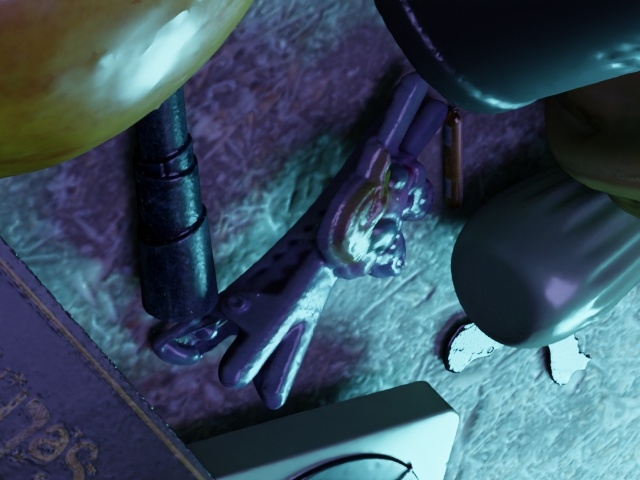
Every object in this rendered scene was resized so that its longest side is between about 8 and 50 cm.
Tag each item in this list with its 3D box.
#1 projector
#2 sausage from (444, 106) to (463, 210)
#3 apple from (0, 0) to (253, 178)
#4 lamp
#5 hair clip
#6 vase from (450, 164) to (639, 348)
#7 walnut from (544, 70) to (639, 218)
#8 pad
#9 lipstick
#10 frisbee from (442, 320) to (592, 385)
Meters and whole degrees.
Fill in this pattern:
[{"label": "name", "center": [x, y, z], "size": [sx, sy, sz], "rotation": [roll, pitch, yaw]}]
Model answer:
[{"label": "projector", "center": [-0.025, 0.247, 1.295], "size": [0.259, 0.079, 0.257], "rotation": [-11, 128, -33]}, {"label": "sausage", "center": [0.102, -0.061, 1.205], "size": [0.015, 0.015, 0.100], "rotation": [-25, 134, -22]}, {"label": "apple", "center": [-0.161, -0.176, 0.697], "size": [0.275, 0.299, 0.299], "rotation": [-40, 139, -18]}, {"label": "lamp", "center": [0.164, -0.191, 0.838], "size": [0.272, 0.205, 0.374], "rotation": [-12, 180, 18]}, {"label": "hair clip", "center": [0.007, 0.011, 1.127], "size": [0.278, 0.090, 0.137], "rotation": [-46, 147, 0]}, {"label": "vase", "center": [0.221, -0.012, 1.267], "size": [0.248, 0.128, 0.128], "rotation": [-31, 137, -31]}, {"label": "walnut", "center": [0.289, -0.129, 1.111], "size": [0.285, 0.285, 0.296], "rotation": [-40, 126, -7]}, {"label": "pad", "center": [-0.197, 0.137, 0.984], "size": [0.315, 0.063, 0.375], "rotation": [-41, 125, -6]}, {"label": "lipstick", "center": [-0.097, -0.054, 1.022], "size": [0.053, 0.053, 0.234], "rotation": [-21, 130, -26]}, {"label": "frisbee", "center": [0.202, 0.076, 1.400], "size": [0.211, 0.012, 0.187], "rotation": [-37, 139, -11]}]
